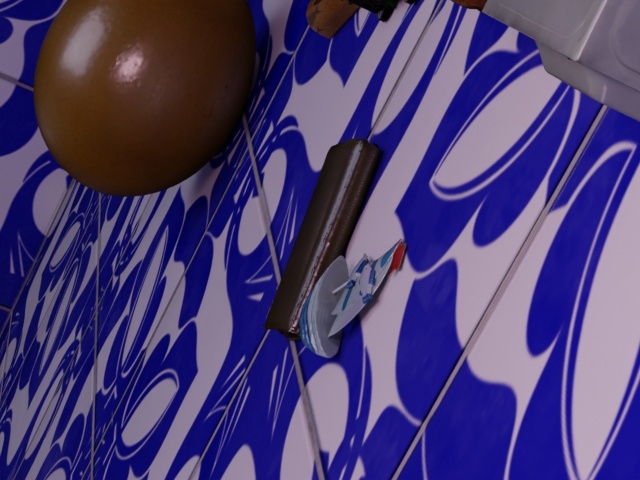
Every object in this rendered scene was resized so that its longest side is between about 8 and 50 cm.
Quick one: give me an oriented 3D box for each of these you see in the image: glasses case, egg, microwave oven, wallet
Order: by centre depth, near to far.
[{"bbox_3d":[0.201,-0.157,1.021,0.162,0.122,0.208,-64,15,10],"label":"microwave oven"},{"bbox_3d":[0.000,0.000,1.661,0.198,0.031,0.110,-69,15,-8],"label":"wallet"},{"bbox_3d":[0.035,-0.297,1.959,0.170,0.041,0.065,-40,30,61],"label":"glasses case"},{"bbox_3d":[-0.235,-0.227,2.320,0.351,0.282,0.282,-59,17,14],"label":"egg"}]

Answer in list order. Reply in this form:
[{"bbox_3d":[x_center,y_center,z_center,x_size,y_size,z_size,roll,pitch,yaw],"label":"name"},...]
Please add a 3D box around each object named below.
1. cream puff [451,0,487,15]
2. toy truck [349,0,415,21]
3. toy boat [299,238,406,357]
[{"bbox_3d":[0.158,-0.277,1.312,0.241,0.155,0.269,-53,13,27],"label":"cream puff"},{"bbox_3d":[0.069,-0.281,1.770,0.079,0.065,0.147,-68,15,-13],"label":"toy truck"},{"bbox_3d":[0.029,0.055,1.509,0.149,0.034,0.105,-9,55,58],"label":"toy boat"}]
